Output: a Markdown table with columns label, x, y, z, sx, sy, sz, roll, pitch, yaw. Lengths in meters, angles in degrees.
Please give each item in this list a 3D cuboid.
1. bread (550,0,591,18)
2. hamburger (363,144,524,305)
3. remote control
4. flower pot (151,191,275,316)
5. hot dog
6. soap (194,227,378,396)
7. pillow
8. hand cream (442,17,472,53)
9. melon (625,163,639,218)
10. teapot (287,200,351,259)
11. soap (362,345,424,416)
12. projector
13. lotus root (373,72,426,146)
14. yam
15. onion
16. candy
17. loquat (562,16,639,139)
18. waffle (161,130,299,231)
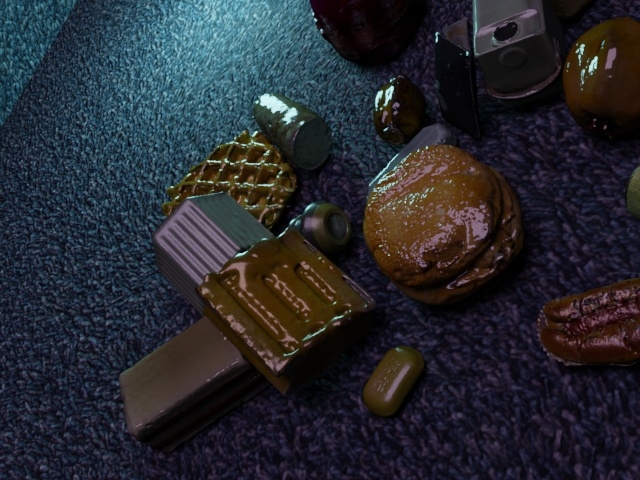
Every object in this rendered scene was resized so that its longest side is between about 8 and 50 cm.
| label | x | y | z | sx | sy | sz | roll | pitch | yaw |
| --- | --- | --- | --- | --- | --- | --- | --- | --- | --- |
| bread | 0.500 | -0.659 | 1.798 | 0.279 | 0.207 | 0.279 | 28 | 79 | 46 |
| hamburger | 0.236 | -0.026 | 1.558 | 0.290 | 0.170 | 0.314 | -38 | 44 | 14 |
| remote control | 0.194 | -0.156 | 1.778 | 0.247 | 0.052 | 0.104 | -46 | 38 | 3 |
| flower pot | -0.229 | 0.030 | 1.802 | 0.189 | 0.239 | 0.209 | 43 | 121 | 25 |
| hot dog | 0.481 | 0.132 | 1.314 | 0.268 | 0.075 | 0.144 | -16 | 48 | 26 |
| soap | -0.067 | 0.132 | 1.631 | 0.259 | 0.143 | 0.281 | -33 | 52 | -21 |
| pillow | 0.288 | -0.323 | 1.726 | 0.055 | 0.208 | 0.141 | -23 | 38 | -14 |
| hand cream | 0.324 | -0.457 | 1.908 | 0.067 | 0.042 | 0.194 | -26 | 42 | 23 |
| melon | 0.602 | -0.093 | 1.385 | 0.160 | 0.079 | 0.128 | -36 | 42 | 10 |
| teapot | 0.000 | 0.000 | 1.773 | 0.119 | 0.130 | 0.166 | -18 | 76 | 46 |
| soap | 0.134 | 0.258 | 1.516 | 0.089 | 0.045 | 0.140 | 23 | 75 | 49 |
| projector | 0.414 | -0.409 | 1.700 | 0.163 | 0.177 | 0.243 | -15 | 52 | 29 |
| lotus root | 0.178 | -0.296 | 1.850 | 0.120 | 0.120 | 0.210 | -15 | 49 | 29 |
| yam | -0.079 | -0.287 | 2.041 | 0.133 | 0.133 | 0.330 | -46 | 36 | 1 |
| onion | 0.102 | -0.629 | 2.062 | 0.281 | 0.260 | 0.337 | -21 | 47 | 18 |
| candy | -0.272 | 0.296 | 1.745 | 0.320 | 0.135 | 0.179 | -35 | 45 | 13 |
| loquat | 0.544 | -0.297 | 1.518 | 0.187 | 0.176 | 0.234 | 139 | 139 | -75 |
| waffle | -0.233 | -0.103 | 2.053 | 0.379 | 0.095 | 0.382 | -39 | 45 | 6 |
